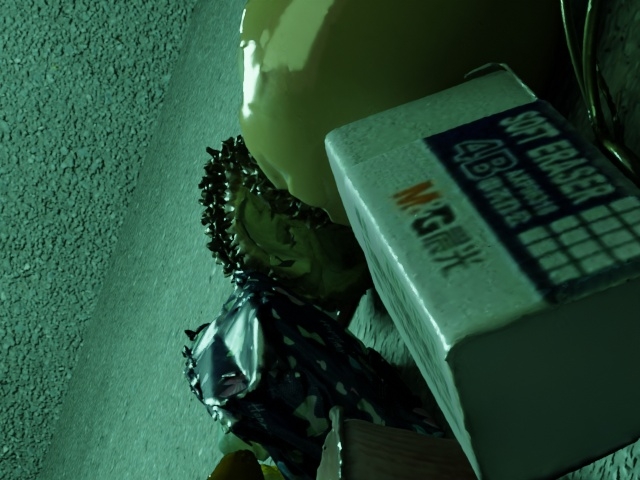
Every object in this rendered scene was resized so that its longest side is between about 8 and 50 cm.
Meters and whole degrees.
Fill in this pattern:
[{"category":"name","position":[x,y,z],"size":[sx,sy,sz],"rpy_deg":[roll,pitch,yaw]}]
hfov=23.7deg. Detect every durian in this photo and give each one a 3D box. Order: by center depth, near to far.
[{"category":"durian","position":[-0.019,-0.042,1.211],"size":[0.196,0.167,0.196],"rpy_deg":[-5,82,37]}]

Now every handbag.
[{"category":"handbag","position":[-0.012,0.106,1.058],"size":[0.113,0.162,0.260],"rpy_deg":[-58,14,0]}]

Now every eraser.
[{"category":"eraser","position":[0.092,0.004,0.771],"size":[0.287,0.130,0.086],"rpy_deg":[-113,1,-65]}]

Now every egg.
[{"category":"egg","position":[0.054,-0.124,0.992],"size":[0.244,0.201,0.201],"rpy_deg":[-48,24,26]}]

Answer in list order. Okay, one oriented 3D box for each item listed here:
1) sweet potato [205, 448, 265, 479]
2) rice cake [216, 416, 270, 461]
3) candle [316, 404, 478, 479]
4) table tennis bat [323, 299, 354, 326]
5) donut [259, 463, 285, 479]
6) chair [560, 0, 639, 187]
[{"category":"sweet potato","position":[-0.078,0.251,0.819],"size":[0.359,0.112,0.112],"rpy_deg":[-93,25,-60]},{"category":"rice cake","position":[-0.059,0.118,1.411],"size":[0.206,0.063,0.069],"rpy_deg":[-92,25,-52]},{"category":"candle","position":[0.049,0.240,0.726],"size":[0.317,0.131,0.287],"rpy_deg":[-152,73,-86]},{"category":"table tennis bat","position":[0.000,0.000,1.411],"size":[0.301,0.022,0.173],"rpy_deg":[-104,33,-63]},{"category":"donut","position":[-0.070,0.265,1.266],"size":[0.162,0.065,0.178],"rpy_deg":[-121,50,-73]},{"category":"chair","position":[0.176,-0.177,0.722],"size":[0.160,0.170,0.325],"rpy_deg":[-104,-9,-58]}]
